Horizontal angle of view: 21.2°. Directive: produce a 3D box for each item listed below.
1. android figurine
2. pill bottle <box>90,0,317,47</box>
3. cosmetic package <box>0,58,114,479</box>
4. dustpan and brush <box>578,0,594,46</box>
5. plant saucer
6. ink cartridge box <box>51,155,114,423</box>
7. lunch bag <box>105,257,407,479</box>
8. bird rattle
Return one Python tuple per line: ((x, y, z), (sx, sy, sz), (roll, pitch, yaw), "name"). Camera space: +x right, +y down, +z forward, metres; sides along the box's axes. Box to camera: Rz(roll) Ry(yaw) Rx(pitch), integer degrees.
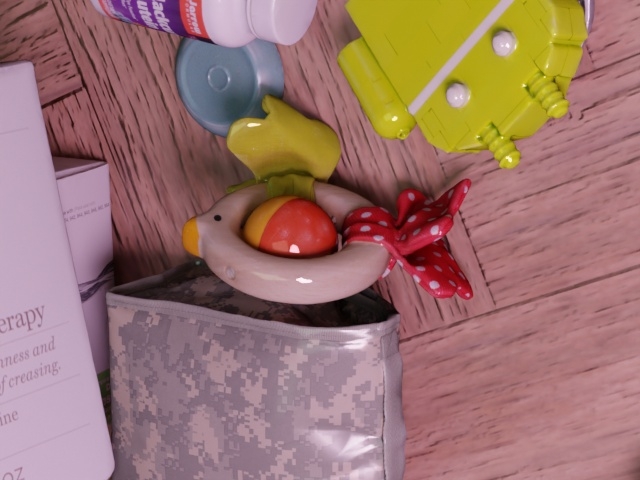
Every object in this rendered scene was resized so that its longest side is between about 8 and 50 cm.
((0.113, -0.185, 1.397), (0.248, 0.056, 0.272), (-46, 59, 36), "android figurine")
((-0.104, -0.232, 1.524), (0.194, 0.108, 0.108), (16, 110, 26), "pill bottle")
((-0.438, 0.071, 1.516), (0.327, 0.329, 0.393), (-5, 99, 38), "cosmetic package")
((0.194, -0.202, 1.391), (0.211, 0.060, 0.147), (-24, 90, 32), "dustpan and brush")
((-0.090, -0.152, 1.588), (0.119, 0.021, 0.119), (8, 106, 27), "plant saucer")
((-0.313, 0.052, 1.709), (0.198, 0.115, 0.272), (7, 105, 28), "ink cartridge box")
((-0.041, 0.156, 1.553), (0.287, 0.169, 0.235), (9, 107, 32), "lunch bag")
((0.000, 0.000, 1.481), (0.253, 0.207, 0.143), (36, 136, 28), "bird rattle")
